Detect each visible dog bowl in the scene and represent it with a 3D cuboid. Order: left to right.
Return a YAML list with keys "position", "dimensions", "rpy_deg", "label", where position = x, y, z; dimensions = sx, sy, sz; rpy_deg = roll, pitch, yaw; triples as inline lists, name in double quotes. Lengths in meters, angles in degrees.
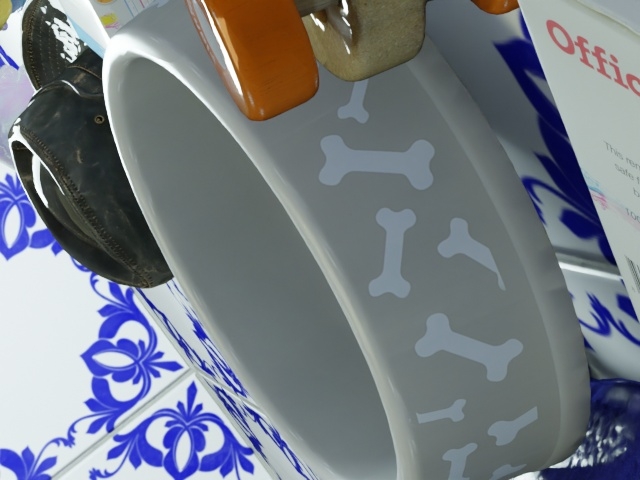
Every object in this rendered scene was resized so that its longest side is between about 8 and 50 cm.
- position: [0.000, 0.000, 1.041]
  dimensions: [0.349, 0.102, 0.349]
  rpy_deg: [51, 161, 26]
  label: "dog bowl"

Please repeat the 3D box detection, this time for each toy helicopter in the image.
- position: [-0.042, -0.234, 0.790]
  dimensions: [0.235, 0.140, 0.355]
  rpy_deg: [-131, 17, -70]
  label: "toy helicopter"

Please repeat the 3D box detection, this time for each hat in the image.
- position: [-0.160, -0.049, 1.550]
  dimensions: [0.331, 0.134, 0.331]
  rpy_deg: [33, 151, 21]
  label: "hat"

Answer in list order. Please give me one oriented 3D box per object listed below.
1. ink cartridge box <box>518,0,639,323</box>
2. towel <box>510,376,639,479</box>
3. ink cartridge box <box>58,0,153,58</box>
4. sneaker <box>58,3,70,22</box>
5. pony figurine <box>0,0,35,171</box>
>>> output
- position: [0.165, -0.015, 0.623]
  dimensions: [0.154, 0.093, 0.212]
  rpy_deg: [39, 165, 47]
  label: "ink cartridge box"
- position: [0.125, 0.223, 1.062]
  dimensions: [0.076, 0.308, 0.227]
  rpy_deg: [25, 177, -11]
  label: "towel"
- position: [-0.139, -0.196, 1.313]
  dimensions: [0.090, 0.092, 0.143]
  rpy_deg: [43, 167, 39]
  label: "ink cartridge box"
- position: [-0.180, -0.175, 1.633]
  dimensions: [0.082, 0.069, 0.209]
  rpy_deg: [45, 168, 17]
  label: "sneaker"
- position: [-0.393, -0.174, 1.937]
  dimensions: [0.303, 0.351, 0.363]
  rpy_deg: [37, 147, 2]
  label: "pony figurine"
